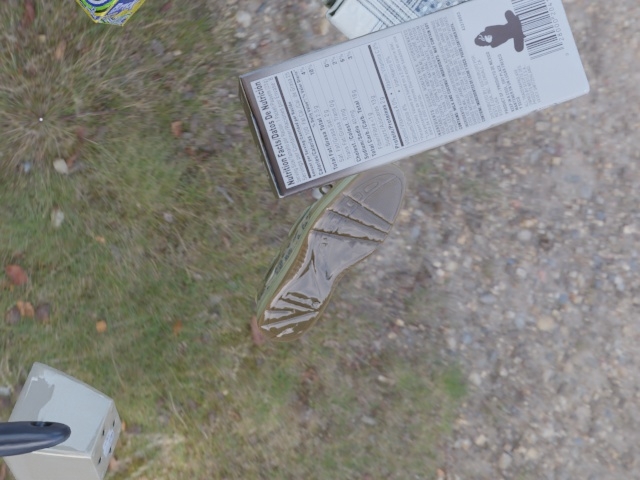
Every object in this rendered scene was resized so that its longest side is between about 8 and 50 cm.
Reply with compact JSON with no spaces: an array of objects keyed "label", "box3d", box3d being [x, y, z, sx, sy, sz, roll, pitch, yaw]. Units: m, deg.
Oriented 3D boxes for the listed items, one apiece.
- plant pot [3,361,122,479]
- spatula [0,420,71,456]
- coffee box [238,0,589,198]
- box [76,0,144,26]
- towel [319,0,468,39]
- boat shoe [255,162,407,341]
[{"label":"plant pot","box3d":[-0.284,0.215,1.107,0.096,0.109,0.109,10,54,7]},{"label":"spatula","box3d":[-0.307,0.147,0.626,0.296,0.084,0.030,-12,94,-5]},{"label":"coffee box","box3d":[0.065,-0.117,0.787,0.246,0.141,0.098,-19,93,-3]},{"label":"box","box3d":[-0.246,-0.293,0.977,0.054,0.059,0.169,-43,86,17]},{"label":"towel","box3d":[0.171,-0.371,1.357,0.312,0.056,0.324,-44,138,13]},{"label":"boat shoe","box3d":[0.000,0.000,1.266,0.104,0.089,0.285,27,111,-32]}]
